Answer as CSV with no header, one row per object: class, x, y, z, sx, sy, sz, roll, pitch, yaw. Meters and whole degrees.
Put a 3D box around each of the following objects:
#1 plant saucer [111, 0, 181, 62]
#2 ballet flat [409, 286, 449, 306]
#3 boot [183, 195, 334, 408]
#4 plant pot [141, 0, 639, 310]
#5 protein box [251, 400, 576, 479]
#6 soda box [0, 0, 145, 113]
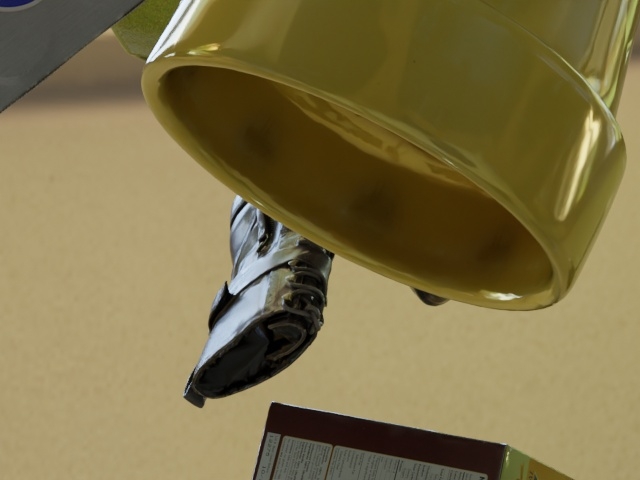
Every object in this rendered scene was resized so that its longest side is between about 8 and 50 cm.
plant saucer,-0.043,-0.123,1.272,0.188,0.045,0.188,12,178,17
ballet flat,0.109,-0.038,1.697,0.096,0.095,0.280,-9,-145,35
boot,0.000,0.000,1.476,0.091,0.263,0.229,36,-148,-18
plant pot,0.068,-0.125,1.028,0.254,0.254,0.239,24,-105,14
protein box,0.075,0.223,1.466,0.201,0.200,0.136,8,-102,29
soda box,-0.098,-0.137,0.734,0.286,0.098,0.091,-42,-162,-22
